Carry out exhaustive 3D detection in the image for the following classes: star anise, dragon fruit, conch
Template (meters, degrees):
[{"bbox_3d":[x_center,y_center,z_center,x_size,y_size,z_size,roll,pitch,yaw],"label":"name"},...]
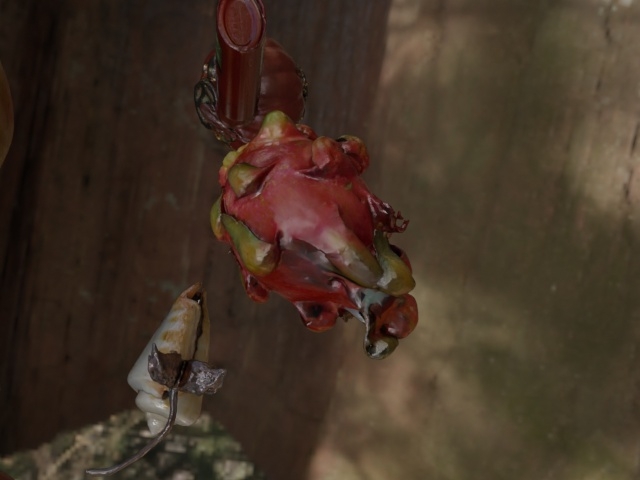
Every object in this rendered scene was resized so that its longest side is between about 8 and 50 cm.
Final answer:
[{"bbox_3d":[-0.262,0.274,1.888,0.219,0.148,0.227,9,81,37],"label":"star anise"},{"bbox_3d":[0.002,-0.009,1.550,0.227,0.307,0.243,-54,8,28],"label":"dragon fruit"},{"bbox_3d":[-0.254,0.197,2.042,0.158,0.127,0.255,64,-149,-64],"label":"conch"}]

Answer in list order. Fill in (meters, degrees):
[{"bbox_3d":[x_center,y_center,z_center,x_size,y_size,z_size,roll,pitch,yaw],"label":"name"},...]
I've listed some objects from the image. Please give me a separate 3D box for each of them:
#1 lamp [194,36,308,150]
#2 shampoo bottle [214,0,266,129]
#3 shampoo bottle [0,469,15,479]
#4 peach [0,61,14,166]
[{"bbox_3d":[-0.131,-0.264,2.235,0.227,0.227,0.226,-171,90,-76],"label":"lamp"},{"bbox_3d":[-0.131,-0.278,1.968,0.314,0.076,0.118,105,157,-69],"label":"shampoo bottle"},{"bbox_3d":[-0.598,0.507,2.370,0.085,0.244,0.085,-40,22,19],"label":"shampoo bottle"},{"bbox_3d":[-0.479,-0.145,1.298,0.332,0.308,0.307,-103,27,-57],"label":"peach"}]
